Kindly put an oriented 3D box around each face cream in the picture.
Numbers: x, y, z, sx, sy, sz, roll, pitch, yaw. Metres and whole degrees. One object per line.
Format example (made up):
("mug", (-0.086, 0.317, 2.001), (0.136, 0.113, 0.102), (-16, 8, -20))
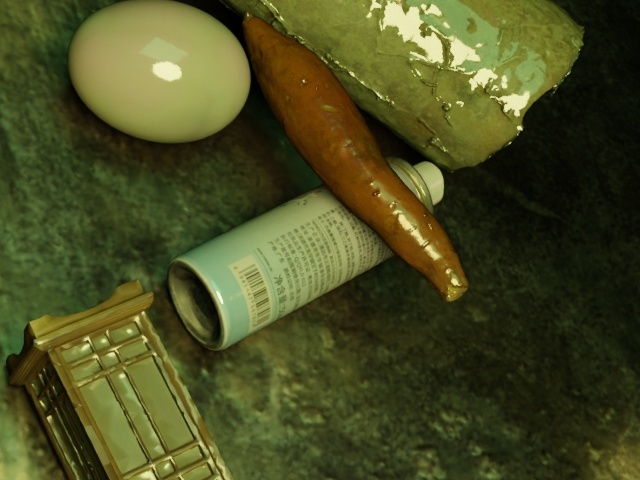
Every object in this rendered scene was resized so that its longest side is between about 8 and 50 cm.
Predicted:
("face cream", (0.000, 0.000, 0.939), (0.229, 0.075, 0.075), (-27, 80, -31))

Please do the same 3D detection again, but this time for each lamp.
("lamp", (-0.087, 0.192, 0.808), (0.089, 0.090, 0.325), (-22, 79, -31))

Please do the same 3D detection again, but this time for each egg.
("egg", (-0.116, -0.123, 0.925), (0.135, 0.103, 0.103), (10, 64, -22))

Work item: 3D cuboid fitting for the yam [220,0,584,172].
("yam", (0.041, -0.194, 0.990), (0.304, 0.168, 0.168), (38, 58, -5))

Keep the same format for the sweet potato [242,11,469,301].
("sweet potato", (0.016, -0.063, 0.909), (0.057, 0.057, 0.265), (-23, 70, -30))
